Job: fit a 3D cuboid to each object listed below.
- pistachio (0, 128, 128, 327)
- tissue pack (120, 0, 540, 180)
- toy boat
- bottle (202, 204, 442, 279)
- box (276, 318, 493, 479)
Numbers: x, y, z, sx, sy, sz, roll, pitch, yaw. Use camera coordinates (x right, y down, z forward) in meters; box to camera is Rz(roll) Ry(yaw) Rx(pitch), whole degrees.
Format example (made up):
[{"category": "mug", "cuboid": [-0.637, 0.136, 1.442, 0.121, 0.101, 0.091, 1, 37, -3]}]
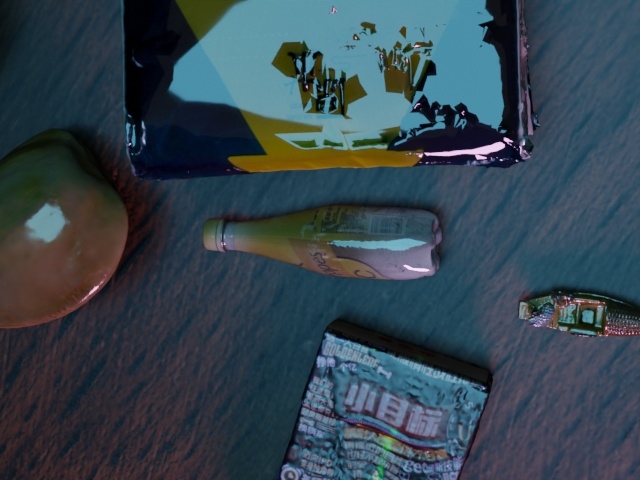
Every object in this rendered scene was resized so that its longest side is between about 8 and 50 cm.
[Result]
[{"category": "pistachio", "cuboid": [-0.338, 0.004, 1.694, 0.260, 0.163, 0.212, -37, 56, 14]}, {"category": "tissue pack", "cuboid": [0.017, -0.205, 1.557, 0.417, 0.253, 0.264, -1, 97, 9]}, {"category": "toy boat", "cuboid": [0.294, 0.082, 1.645, 0.149, 0.049, 0.047, 7, 99, 10]}, {"category": "bottle", "cuboid": [0.000, 0.000, 1.672, 0.270, 0.083, 0.083, 2, 97, 13]}, {"category": "box", "cuboid": [0.056, 0.267, 1.693, 0.198, 0.084, 0.310, 19, 100, 8]}]
